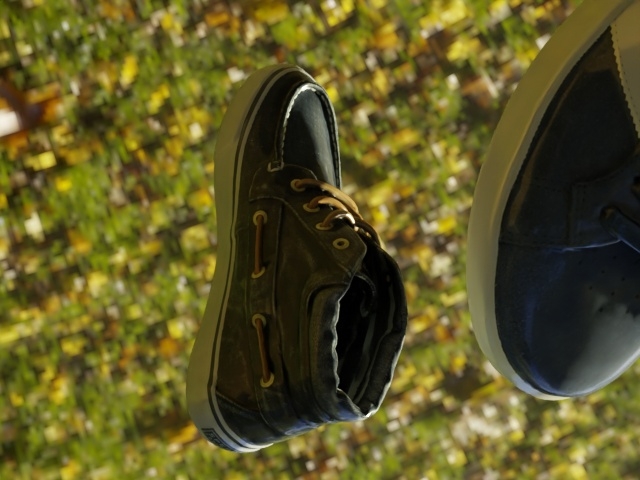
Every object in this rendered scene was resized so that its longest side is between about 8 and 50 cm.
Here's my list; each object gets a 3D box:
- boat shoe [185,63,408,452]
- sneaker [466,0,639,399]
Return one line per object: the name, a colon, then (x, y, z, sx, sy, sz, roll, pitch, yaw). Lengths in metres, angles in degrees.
boat shoe: (0.000, 0.000, 0.739, 0.083, 0.183, 0.065, -15, 148, 39)
sneaker: (0.195, -0.068, 0.705, 0.131, 0.148, 0.350, 27, 98, -37)
